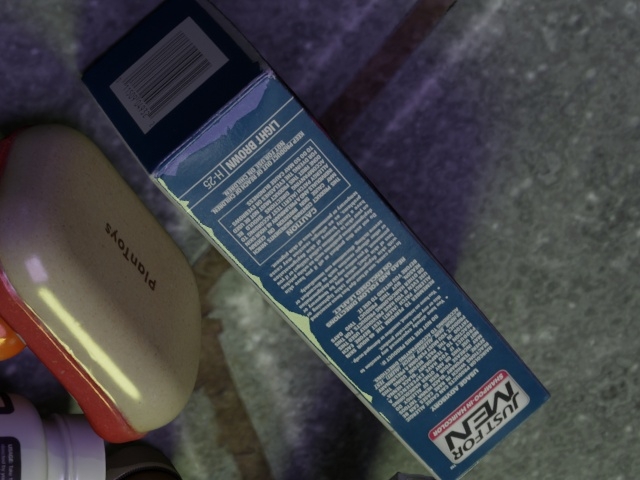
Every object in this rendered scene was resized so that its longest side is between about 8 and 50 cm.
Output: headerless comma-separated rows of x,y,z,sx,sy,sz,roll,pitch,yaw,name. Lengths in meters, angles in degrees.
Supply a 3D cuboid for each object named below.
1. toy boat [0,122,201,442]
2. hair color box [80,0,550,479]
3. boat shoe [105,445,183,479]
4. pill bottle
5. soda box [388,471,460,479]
-0.184,0.041,1.328,0.151,0.151,0.231,-19,127,25,toy boat
0.000,0.000,1.338,0.105,0.174,0.347,-41,124,1,hair color box
-0.186,0.302,1.457,0.110,0.104,0.307,14,113,-40,boat shoe
-0.253,0.159,1.361,0.193,0.108,0.108,3,115,-23,pill bottle
0.032,0.278,1.466,0.091,0.098,0.286,11,144,-26,soda box
